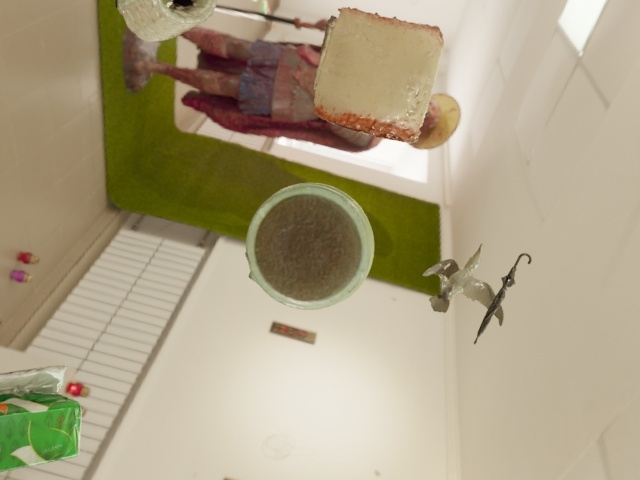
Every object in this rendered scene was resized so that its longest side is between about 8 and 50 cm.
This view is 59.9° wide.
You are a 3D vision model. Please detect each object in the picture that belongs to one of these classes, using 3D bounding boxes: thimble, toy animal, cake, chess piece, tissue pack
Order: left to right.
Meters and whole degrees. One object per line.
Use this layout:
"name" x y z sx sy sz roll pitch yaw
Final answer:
"tissue pack" -0.537 0.296 0.942 0.209 0.148 0.156 7 81 -48
"thimble" -0.192 -0.313 0.698 0.115 0.090 0.102 -53 124 -32
"chess piece" 0.000 0.000 0.851 0.298 0.175 0.176 -22 128 -81
"cake" 0.139 -0.238 0.816 0.262 0.159 0.158 -16 128 -46
"toy animal" 0.289 0.081 1.139 0.095 0.219 0.155 -18 134 -33

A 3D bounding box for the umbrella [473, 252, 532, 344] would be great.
"umbrella" 0.248 0.079 0.776 0.149 0.022 0.022 -54 155 -5
